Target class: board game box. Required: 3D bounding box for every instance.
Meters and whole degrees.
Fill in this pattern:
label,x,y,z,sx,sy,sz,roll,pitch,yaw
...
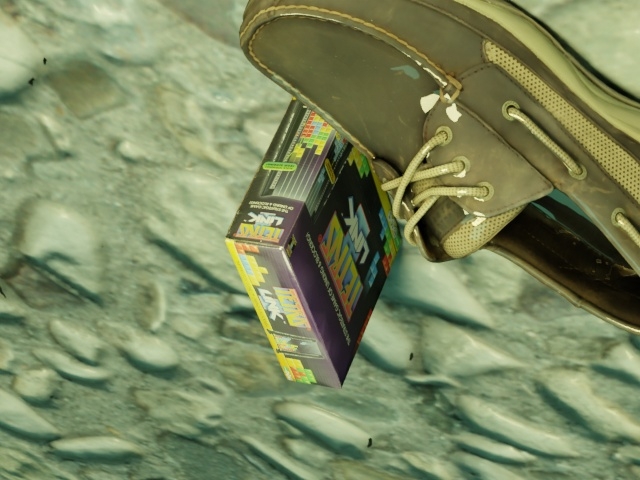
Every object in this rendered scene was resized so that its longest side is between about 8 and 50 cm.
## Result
label,x,y,z,sx,sy,sz,roll,pitch,yaw
board game box,0.000,0.000,1.155,0.048,0.141,0.170,7,145,23

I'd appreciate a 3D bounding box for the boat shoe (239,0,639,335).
label,x,y,z,sx,sy,sz,roll,pitch,yaw
boat shoe,0.107,-0.054,1.020,0.355,0.130,0.132,26,147,-6
